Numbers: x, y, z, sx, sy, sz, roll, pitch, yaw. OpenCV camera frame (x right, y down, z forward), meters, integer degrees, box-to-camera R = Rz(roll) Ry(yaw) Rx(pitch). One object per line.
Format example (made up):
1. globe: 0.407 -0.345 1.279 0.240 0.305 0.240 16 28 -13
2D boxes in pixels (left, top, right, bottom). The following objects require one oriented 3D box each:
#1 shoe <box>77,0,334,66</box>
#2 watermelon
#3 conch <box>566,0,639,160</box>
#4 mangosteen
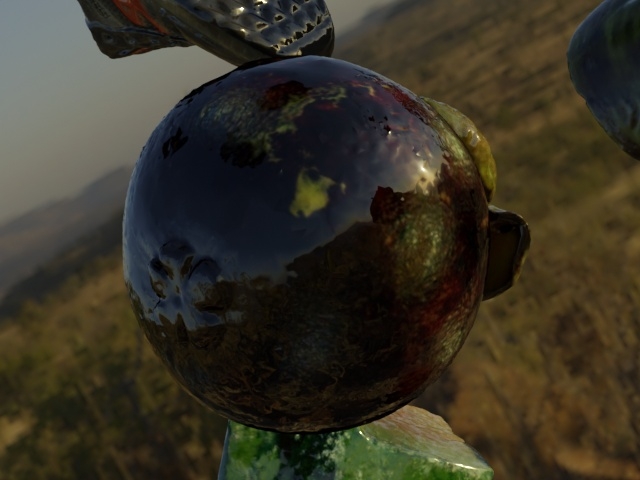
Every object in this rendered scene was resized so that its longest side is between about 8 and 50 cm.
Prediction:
1. shoe: -0.145 -0.214 1.514 0.132 0.336 0.171 -39 -19 -41
2. watermelon: 0.020 0.210 1.595 0.302 0.264 0.151 -97 27 -65
3. conch: 0.249 -0.099 0.897 0.181 0.187 0.124 -21 -32 -48
4. mangosteen: 0.000 0.000 1.202 0.288 0.288 0.288 -28 6 3
